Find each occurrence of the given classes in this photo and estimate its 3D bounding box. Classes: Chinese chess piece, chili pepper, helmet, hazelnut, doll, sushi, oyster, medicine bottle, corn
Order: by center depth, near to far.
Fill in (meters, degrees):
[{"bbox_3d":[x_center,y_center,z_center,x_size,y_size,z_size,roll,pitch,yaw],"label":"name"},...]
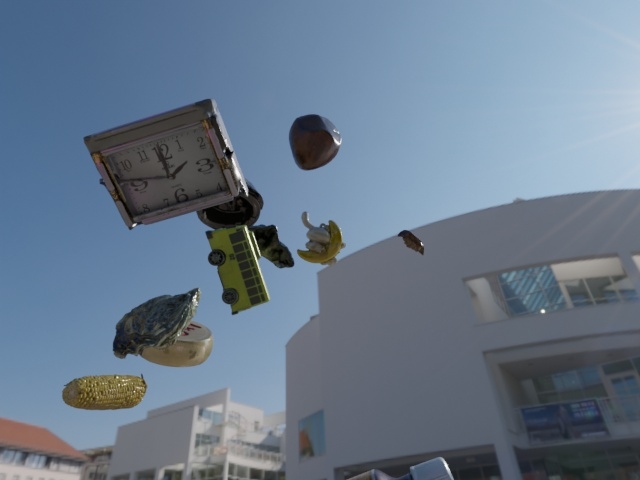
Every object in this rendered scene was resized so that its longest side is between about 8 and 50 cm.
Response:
[{"bbox_3d":[-0.308,0.157,0.826,0.177,0.125,0.064,-20,-36,-10],"label":"oyster"},{"bbox_3d":[-0.555,0.395,1.128,0.091,0.091,0.260,-12,-22,10],"label":"corn"},{"bbox_3d":[0.233,0.822,1.321,0.395,0.242,0.242,-18,-37,4],"label":"medicine bottle"},{"bbox_3d":[-0.522,0.360,1.555,0.273,0.102,0.273,14,3,-1],"label":"Chinese chess piece"},{"bbox_3d":[-0.338,-0.162,1.636,0.231,0.160,0.279,22,-47,-30],"label":"helmet"},{"bbox_3d":[0.355,0.008,1.669,0.120,0.055,0.052,40,-16,-24],"label":"sushi"},{"bbox_3d":[-0.036,-0.380,1.676,0.218,0.234,0.218,5,-63,10],"label":"hazelnut"},{"bbox_3d":[-0.230,0.015,1.921,0.264,0.116,0.148,39,-30,-20],"label":"chili pepper"},{"bbox_3d":[0.000,0.000,2.121,0.252,0.237,0.111,17,-5,0],"label":"doll"}]

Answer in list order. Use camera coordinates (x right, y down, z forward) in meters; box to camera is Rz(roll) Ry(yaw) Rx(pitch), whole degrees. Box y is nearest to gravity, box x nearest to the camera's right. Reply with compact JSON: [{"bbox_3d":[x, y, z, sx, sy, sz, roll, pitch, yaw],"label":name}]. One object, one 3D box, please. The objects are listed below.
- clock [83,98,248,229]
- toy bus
[{"bbox_3d":[-0.275,-0.135,0.788,0.253,0.083,0.186,-15,-67,5],"label":"clock"},{"bbox_3d":[-0.252,0.079,1.326,0.150,0.262,0.128,-18,4,-8],"label":"toy bus"}]
